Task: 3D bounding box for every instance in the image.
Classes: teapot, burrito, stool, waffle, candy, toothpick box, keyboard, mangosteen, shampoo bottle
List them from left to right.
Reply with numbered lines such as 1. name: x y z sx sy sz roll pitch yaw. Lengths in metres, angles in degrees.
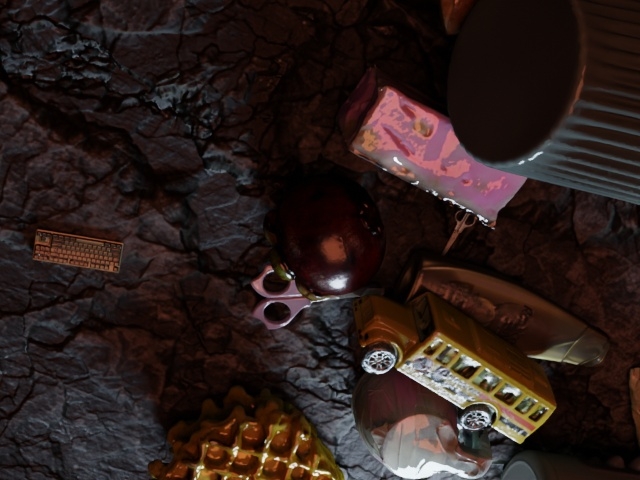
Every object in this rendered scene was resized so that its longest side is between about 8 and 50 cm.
1. keyboard: -0.364 0.016 1.470 0.129 0.015 0.049 10 108 -10
2. waffle: -0.100 0.399 1.570 0.261 0.151 0.324 -24 111 5
3. mangosteen: 0.000 0.000 1.437 0.200 0.200 0.199 -2 109 -6
4. teapot: 0.157 0.308 1.547 0.163 0.178 0.221 -39 110 8
5. candy: 0.161 -0.137 1.405 0.265 0.155 0.115 25 109 -14
6. shampoo bottle: 0.290 0.121 1.548 0.350 0.084 0.125 20 111 -14
7. stool: 0.367 -0.198 1.281 0.330 0.297 0.297 5 110 -31
8. toothpick box: 0.470 0.458 1.623 0.317 0.229 0.229 10 108 -13
9. burrito: 0.553 0.297 1.664 0.045 0.041 0.185 -12 108 7

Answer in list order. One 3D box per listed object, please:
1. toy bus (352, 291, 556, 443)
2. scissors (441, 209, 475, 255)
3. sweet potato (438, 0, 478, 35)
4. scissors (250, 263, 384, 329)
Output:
1. toy bus: 0.200 0.179 1.468 0.336 0.121 0.123 34 117 -25
2. scissors: 0.212 -0.010 1.534 0.036 0.006 0.083 25 105 -16
3. sweet potato: 0.311 -0.373 1.357 0.337 0.131 0.131 -14 110 -10
4. scissors: -0.003 0.086 1.535 0.212 0.021 0.110 -1 111 -5
